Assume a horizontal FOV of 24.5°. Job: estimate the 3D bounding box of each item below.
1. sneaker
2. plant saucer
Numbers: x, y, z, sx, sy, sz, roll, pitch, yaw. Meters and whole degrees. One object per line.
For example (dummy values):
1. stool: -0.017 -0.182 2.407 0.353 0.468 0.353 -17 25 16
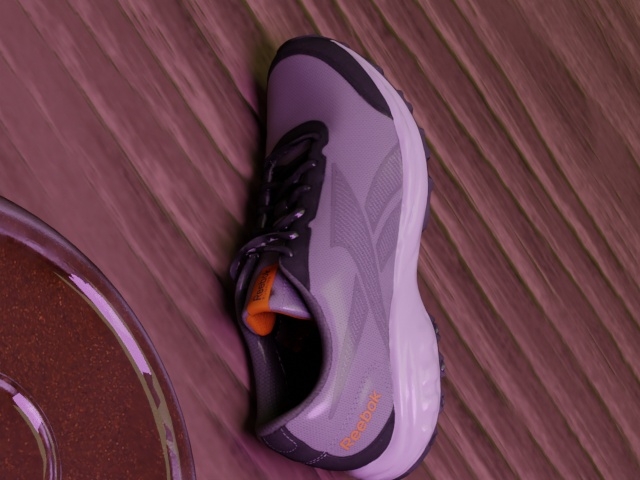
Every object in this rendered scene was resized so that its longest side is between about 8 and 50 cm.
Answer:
1. sneaker: 0.000 0.000 0.843 0.108 0.100 0.271 13 61 -39
2. plant saucer: -0.160 0.101 0.640 0.311 0.050 0.310 28 51 -39
